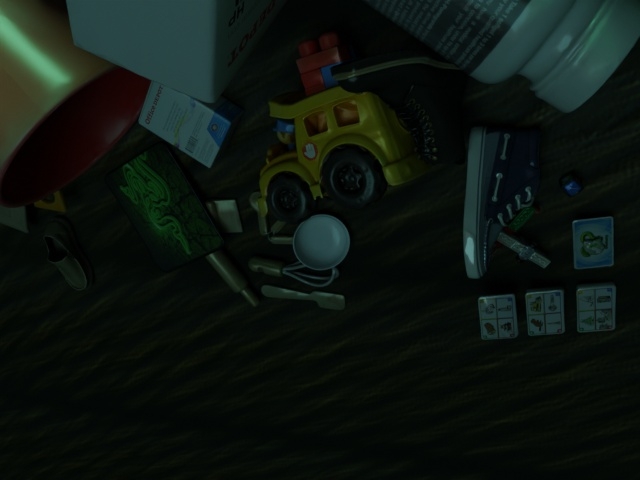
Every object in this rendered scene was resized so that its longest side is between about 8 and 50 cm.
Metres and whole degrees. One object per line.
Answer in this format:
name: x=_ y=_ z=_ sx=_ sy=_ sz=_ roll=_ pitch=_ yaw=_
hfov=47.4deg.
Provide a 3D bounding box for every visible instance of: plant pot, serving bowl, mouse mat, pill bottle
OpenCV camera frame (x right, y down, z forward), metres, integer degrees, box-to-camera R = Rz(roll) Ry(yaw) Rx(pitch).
plant pot: x=-0.399 y=-0.222 z=0.966 sx=0.243 sy=0.275 sz=0.275 roll=46 pitch=128 yaw=1
serving bowl: x=0.000 y=0.000 z=1.067 sx=0.083 sy=0.027 sz=0.083 roll=-2 pitch=103 yaw=-7
mouse mat: x=-0.247 y=-0.047 z=1.146 sx=0.153 sy=0.007 sz=0.189 roll=-23 pitch=101 yaw=34
pill bottle: x=0.158 y=-0.270 z=0.731 sx=0.319 sy=0.176 sz=0.176 roll=34 pitch=129 yaw=-2

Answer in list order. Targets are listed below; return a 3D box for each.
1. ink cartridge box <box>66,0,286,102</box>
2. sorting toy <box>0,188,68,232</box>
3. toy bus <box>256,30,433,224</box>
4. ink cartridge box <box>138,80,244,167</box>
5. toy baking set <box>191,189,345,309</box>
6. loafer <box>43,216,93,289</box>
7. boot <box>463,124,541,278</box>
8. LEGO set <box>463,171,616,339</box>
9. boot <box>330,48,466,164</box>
ink cartridge box: x=-0.093 y=-0.364 z=0.636 sx=0.166 sy=0.285 sz=0.395 roll=25 pitch=148 yaw=5
sorting toy: x=-0.569 y=-0.117 z=1.230 sx=0.348 sy=0.047 sz=0.196 roll=20 pitch=132 yaw=10
toy bus: x=0.007 y=-0.143 z=0.916 sx=0.220 sy=0.149 sz=0.211 roll=-14 pitch=103 yaw=33
ink cartridge box: x=-0.182 y=-0.174 z=1.021 sx=0.123 sy=0.052 sz=0.088 roll=32 pitch=129 yaw=-2
toy baking set: x=-0.080 y=0.031 z=1.134 sx=0.197 sy=0.030 sz=0.256 roll=-21 pitch=113 yaw=33
loafer: x=-0.447 y=0.031 z=1.275 sx=0.056 sy=0.050 sz=0.148 roll=-2 pitch=121 yaw=24
boot: x=0.222 y=-0.046 z=0.888 sx=0.086 sy=0.069 sz=0.189 roll=3 pitch=92 yaw=18
LEGO set: x=0.294 y=0.020 z=0.975 sx=0.183 sy=0.060 sz=0.244 roll=-7 pitch=122 yaw=13
boot: x=0.102 y=-0.141 z=0.813 sx=0.077 sy=0.198 sz=0.136 roll=9 pitch=108 yaw=52
